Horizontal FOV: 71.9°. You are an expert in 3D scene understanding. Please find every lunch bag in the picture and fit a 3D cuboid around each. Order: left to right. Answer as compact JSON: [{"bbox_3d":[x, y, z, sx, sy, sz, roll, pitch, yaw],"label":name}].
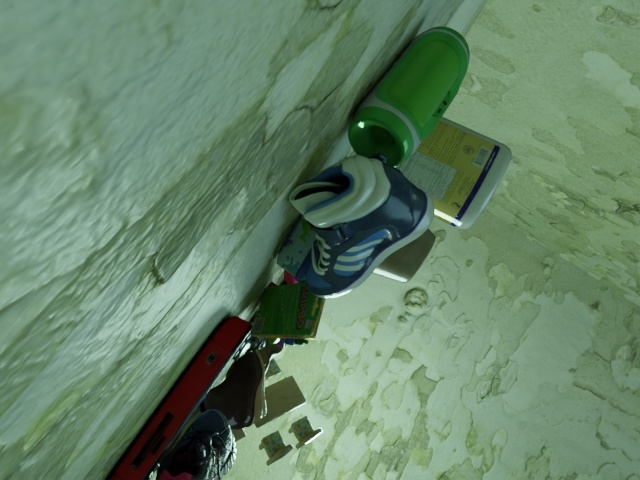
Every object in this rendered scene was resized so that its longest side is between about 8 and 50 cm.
[{"bbox_3d":[0.000,0.000,1.018,0.176,0.090,0.219,-57,166,20],"label":"lunch bag"}]

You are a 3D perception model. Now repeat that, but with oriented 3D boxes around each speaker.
[{"bbox_3d":[0.169,-0.268,0.810,0.296,0.131,0.131,-54,176,-27],"label":"speaker"}]

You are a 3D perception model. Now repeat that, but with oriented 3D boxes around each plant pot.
[{"bbox_3d":[0.218,-0.010,1.483,0.323,0.281,0.323,-58,175,-8],"label":"plant pot"}]

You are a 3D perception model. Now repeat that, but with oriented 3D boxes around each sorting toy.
[{"bbox_3d":[-0.082,0.242,1.282,0.365,0.126,0.126,87,15,-60],"label":"sorting toy"}]

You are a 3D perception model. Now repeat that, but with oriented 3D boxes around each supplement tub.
[{"bbox_3d":[0.288,-0.199,1.152,0.240,0.332,0.241,-58,169,-19],"label":"supplement tub"}]

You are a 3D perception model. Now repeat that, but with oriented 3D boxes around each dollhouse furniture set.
[{"bbox_3d":[-0.222,0.593,1.569,0.395,0.362,0.256,-14,150,-38],"label":"dollhouse furniture set"}]

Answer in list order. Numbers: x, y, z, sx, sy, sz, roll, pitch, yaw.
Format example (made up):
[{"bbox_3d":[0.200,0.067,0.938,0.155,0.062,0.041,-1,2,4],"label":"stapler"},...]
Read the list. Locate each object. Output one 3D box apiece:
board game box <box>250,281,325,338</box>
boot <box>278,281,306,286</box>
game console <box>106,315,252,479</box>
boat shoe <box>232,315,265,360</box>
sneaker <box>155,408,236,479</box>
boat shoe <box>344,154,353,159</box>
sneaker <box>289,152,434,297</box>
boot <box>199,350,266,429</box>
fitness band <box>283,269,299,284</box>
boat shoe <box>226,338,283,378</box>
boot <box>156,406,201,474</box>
[{"bbox_3d":[-0.069,0.159,1.002,0.260,0.039,0.124,-17,-129,54],"label":"board game box"},{"bbox_3d":[-0.083,0.180,1.528,0.112,0.115,0.305,-60,176,25],"label":"boot"},{"bbox_3d":[-0.266,0.334,0.906,0.386,0.060,0.342,-55,176,-17],"label":"game console"},{"bbox_3d":[-0.190,0.280,1.276,0.080,0.074,0.223,-60,177,20],"label":"boat shoe"},{"bbox_3d":[-0.230,0.413,0.847,0.299,0.121,0.111,-99,-167,-80],"label":"sneaker"},{"bbox_3d":[0.076,-0.105,1.000,0.063,0.066,0.184,87,-6,-61],"label":"boat shoe"},{"bbox_3d":[0.014,-0.023,0.776,0.323,0.237,0.130,-39,-135,34],"label":"sneaker"},{"bbox_3d":[-0.257,0.419,1.278,0.090,0.248,0.207,-28,158,34],"label":"boot"},{"bbox_3d":[-0.001,0.066,1.257,0.209,0.054,0.291,-53,152,-7],"label":"fitness band"},{"bbox_3d":[-0.227,0.383,1.560,0.123,0.123,0.342,-12,-159,20],"label":"boat shoe"},{"bbox_3d":[-0.383,0.580,1.330,0.295,0.104,0.211,-51,-179,-29],"label":"boot"}]
